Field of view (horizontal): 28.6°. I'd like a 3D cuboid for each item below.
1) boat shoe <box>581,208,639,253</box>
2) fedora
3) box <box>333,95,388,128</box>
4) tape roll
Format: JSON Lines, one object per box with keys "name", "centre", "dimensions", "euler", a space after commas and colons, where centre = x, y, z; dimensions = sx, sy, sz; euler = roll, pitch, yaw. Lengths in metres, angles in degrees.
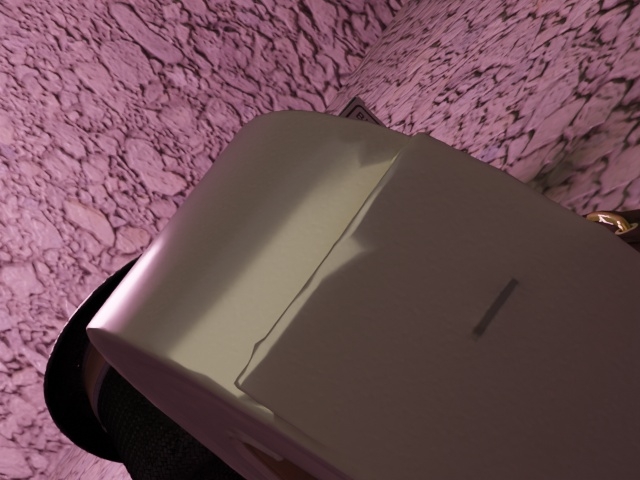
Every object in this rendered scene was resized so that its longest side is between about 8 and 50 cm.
{"name": "boat shoe", "centre": [0.172, 0.029, 0.620], "dimensions": [0.097, 0.116, 0.324], "euler": [-56, 5, -8]}
{"name": "fedora", "centre": [-0.059, 0.129, 1.061], "dimensions": [0.334, 0.334, 0.153], "euler": [-47, 46, 24]}
{"name": "box", "centre": [0.000, 0.000, 1.291], "dimensions": [0.290, 0.169, 0.087], "euler": [-38, 9, 48]}
{"name": "tape roll", "centre": [0.055, 0.078, 0.465], "dimensions": [0.100, 0.286, 0.286], "euler": [-53, 10, -14]}
